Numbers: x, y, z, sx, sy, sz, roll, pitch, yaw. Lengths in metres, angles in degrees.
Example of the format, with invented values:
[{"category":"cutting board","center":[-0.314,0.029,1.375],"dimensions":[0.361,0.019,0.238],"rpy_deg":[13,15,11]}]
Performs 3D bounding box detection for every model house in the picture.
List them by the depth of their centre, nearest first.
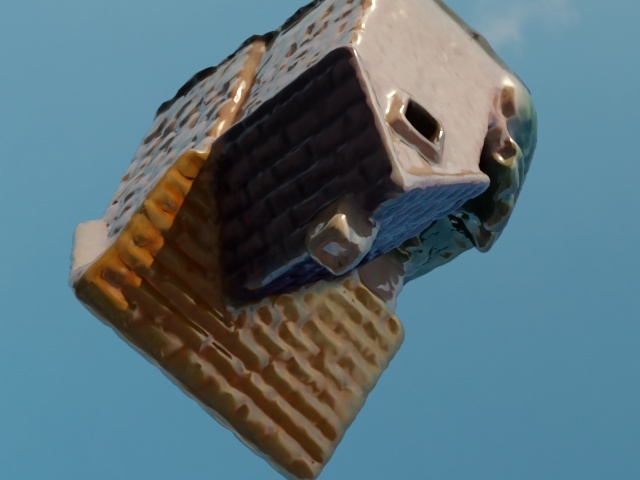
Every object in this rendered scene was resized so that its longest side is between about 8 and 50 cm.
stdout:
[{"category":"model house","center":[0.000,0.000,0.877],"dimensions":[0.237,0.202,0.237],"rpy_deg":[-28,-156,32]}]
